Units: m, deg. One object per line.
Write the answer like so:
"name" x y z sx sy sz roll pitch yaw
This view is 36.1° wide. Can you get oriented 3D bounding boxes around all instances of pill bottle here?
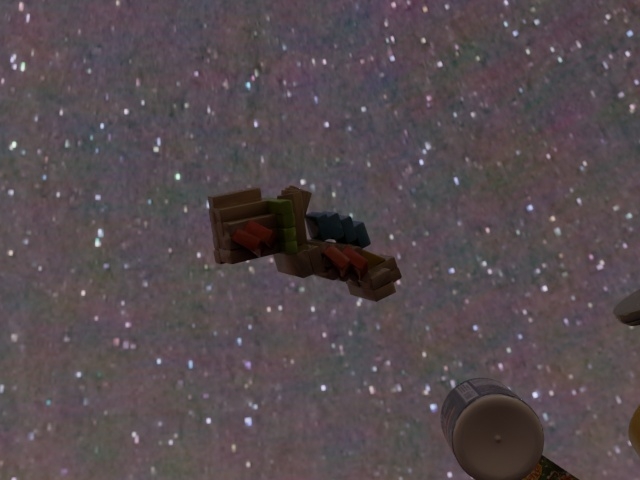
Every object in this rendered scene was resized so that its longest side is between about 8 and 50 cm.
"pill bottle" 0.249 0.277 1.476 0.130 0.131 0.245 -12 -1 2

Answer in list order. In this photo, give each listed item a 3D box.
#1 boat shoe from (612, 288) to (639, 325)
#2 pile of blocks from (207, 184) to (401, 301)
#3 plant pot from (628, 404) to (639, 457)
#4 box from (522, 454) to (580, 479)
"boat shoe" 0.559 0.096 1.474 0.227 0.079 0.081 -22 -77 19
"pile of blocks" 0.000 0.000 1.544 0.362 0.112 0.149 15 -93 -31
"plant pot" 0.770 0.419 1.918 0.254 0.239 0.254 -9 -51 -11
"box" 0.364 0.497 1.685 0.233 0.159 0.044 -53 -21 -13
